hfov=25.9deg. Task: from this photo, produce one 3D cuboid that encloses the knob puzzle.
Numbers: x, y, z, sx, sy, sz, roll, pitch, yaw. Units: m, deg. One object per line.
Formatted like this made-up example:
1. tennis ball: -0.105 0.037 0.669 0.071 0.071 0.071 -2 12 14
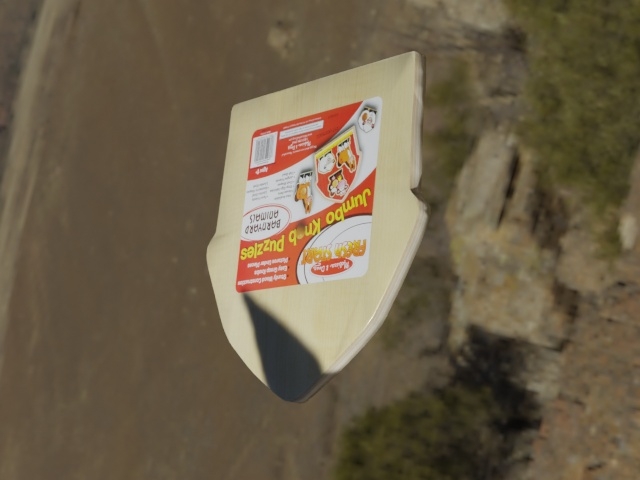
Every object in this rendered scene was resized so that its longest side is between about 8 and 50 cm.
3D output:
1. knob puzzle: 0.000 0.000 0.819 0.213 0.030 0.213 -21 62 45
